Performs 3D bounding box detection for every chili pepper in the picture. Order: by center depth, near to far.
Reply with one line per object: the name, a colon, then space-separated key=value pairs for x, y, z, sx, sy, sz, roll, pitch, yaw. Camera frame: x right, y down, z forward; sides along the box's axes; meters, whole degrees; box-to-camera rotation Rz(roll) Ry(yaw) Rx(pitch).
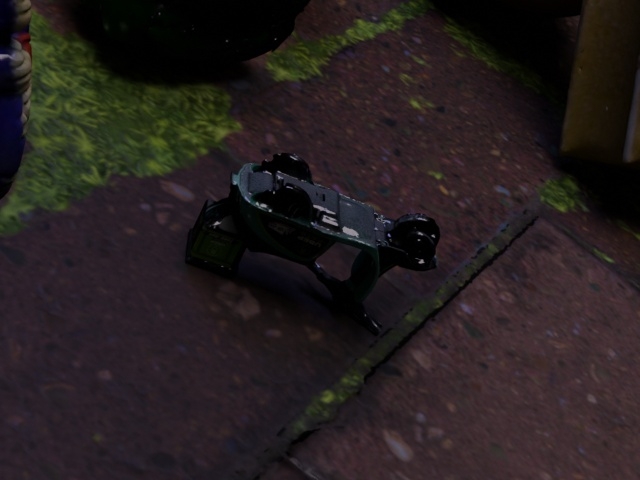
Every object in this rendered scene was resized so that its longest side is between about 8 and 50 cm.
chili pepper: x=-0.079 y=-0.235 z=1.246 sx=0.174 sy=0.165 sz=0.261 roll=27 pitch=25 yaw=32

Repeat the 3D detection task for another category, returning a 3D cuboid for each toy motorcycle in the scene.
toy motorcycle: x=0.000 y=0.000 z=1.054 sx=0.173 sy=0.100 sz=0.058 roll=19 pitch=35 yaw=-15

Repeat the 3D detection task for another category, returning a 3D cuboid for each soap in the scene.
soap: x=0.401 y=-0.208 z=1.453 sx=0.294 sy=0.335 sz=0.156 roll=7 pitch=4 yaw=-30

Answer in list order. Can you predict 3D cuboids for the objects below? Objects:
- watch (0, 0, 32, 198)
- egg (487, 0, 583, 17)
watch: x=-0.286 y=-0.109 z=0.917 sx=0.200 sy=0.171 sz=0.196 roll=1 pitch=30 yaw=-24
egg: x=0.242 y=-0.413 z=1.628 sx=0.301 sy=0.301 sz=0.374 roll=5 pitch=37 yaw=-36
